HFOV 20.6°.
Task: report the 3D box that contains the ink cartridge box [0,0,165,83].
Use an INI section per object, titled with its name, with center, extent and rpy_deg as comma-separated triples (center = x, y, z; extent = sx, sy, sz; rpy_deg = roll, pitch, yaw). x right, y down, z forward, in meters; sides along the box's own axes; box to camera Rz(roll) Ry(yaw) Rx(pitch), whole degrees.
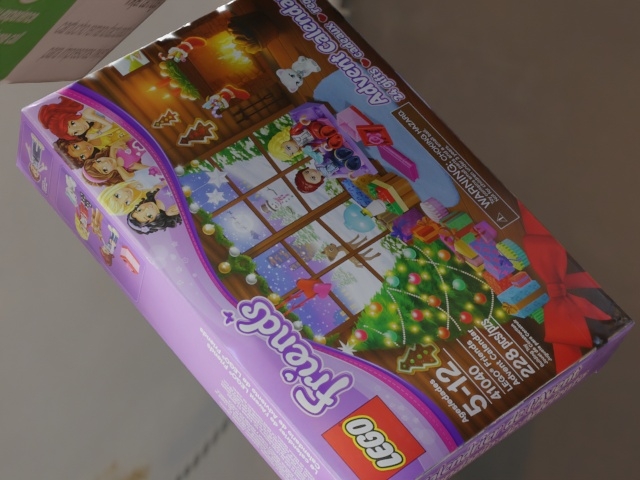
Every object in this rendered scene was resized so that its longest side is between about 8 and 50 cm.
[ink cartridge box]
center = -0.013, -0.167, 0.393
extent = 0.278, 0.117, 0.201
rpy_deg = -42, 1, 7

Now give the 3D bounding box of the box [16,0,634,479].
[box]
center = 0.000, 0.000, 0.964
extent = 0.201, 0.293, 0.057
rpy_deg = -32, -20, -29
